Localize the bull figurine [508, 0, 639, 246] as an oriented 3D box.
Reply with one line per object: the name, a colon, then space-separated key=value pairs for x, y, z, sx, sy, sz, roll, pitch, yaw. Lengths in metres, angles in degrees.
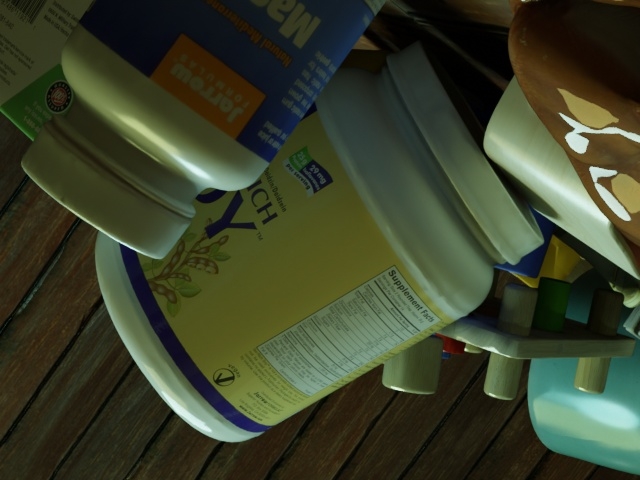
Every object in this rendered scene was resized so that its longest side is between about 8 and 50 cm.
bull figurine: x=0.203 y=-0.031 z=0.611 sx=0.188 sy=0.101 sz=0.310 roll=33 pitch=-178 yaw=44

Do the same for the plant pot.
plant pot: x=0.478 y=0.203 z=1.752 sx=0.235 sy=0.293 sz=0.293 roll=19 pitch=170 yaw=45

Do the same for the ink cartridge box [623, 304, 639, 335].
ink cartridge box: x=0.430 y=0.084 z=1.502 sx=0.061 sy=0.104 sz=0.181 roll=36 pitch=-176 yaw=7

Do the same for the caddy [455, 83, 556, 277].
caddy: x=0.120 y=-0.082 z=1.327 sx=0.341 sy=0.179 sz=0.241 roll=15 pitch=-178 yaw=-41

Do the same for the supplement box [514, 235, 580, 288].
supplement box: x=0.246 y=-0.045 z=1.704 sx=0.194 sy=0.129 sz=0.191 roll=38 pitch=-177 yaw=42

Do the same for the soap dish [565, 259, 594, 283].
soap dish: x=0.333 y=-0.012 z=2.071 sx=0.229 sy=0.118 sz=0.291 roll=34 pitch=-177 yaw=-31

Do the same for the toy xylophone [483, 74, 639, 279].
toy xylophone: x=0.245 y=-0.032 z=0.989 sx=0.236 sy=0.081 sz=0.322 roll=37 pitch=-177 yaw=15

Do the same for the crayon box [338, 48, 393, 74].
crayon box: x=0.037 y=-0.089 z=1.504 sx=0.081 sy=0.202 sz=0.318 roll=10 pitch=137 yaw=35

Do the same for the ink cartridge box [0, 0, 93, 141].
ink cartridge box: x=-0.150 y=-0.200 z=1.022 sx=0.201 sy=0.278 sz=0.117 roll=38 pitch=-174 yaw=37

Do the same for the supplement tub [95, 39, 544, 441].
supplement tub: x=0.000 y=0.000 z=1.075 sx=0.241 sy=0.331 sz=0.241 roll=54 pitch=-167 yaw=-18

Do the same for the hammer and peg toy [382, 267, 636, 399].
hammer and peg toy: x=0.160 y=0.087 z=1.414 sx=0.361 sy=0.127 sz=0.266 roll=5 pitch=-172 yaw=-45

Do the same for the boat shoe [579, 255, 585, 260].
boat shoe: x=0.362 y=0.001 z=1.625 sx=0.178 sy=0.060 sz=0.064 roll=33 pitch=-176 yaw=-39

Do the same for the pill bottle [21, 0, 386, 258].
pill bottle: x=-0.068 y=-0.128 z=0.789 sx=0.152 sy=0.272 sz=0.152 roll=35 pitch=-177 yaw=-2

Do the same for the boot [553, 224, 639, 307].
boot: x=0.345 y=0.004 z=1.513 sx=0.165 sy=0.077 sz=0.213 roll=36 pitch=178 yaw=9
